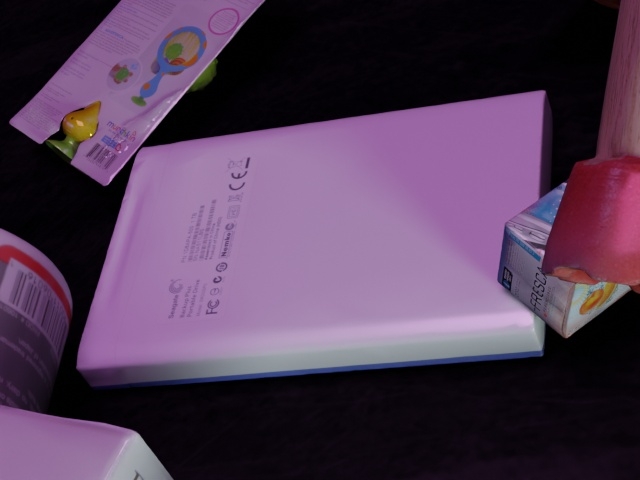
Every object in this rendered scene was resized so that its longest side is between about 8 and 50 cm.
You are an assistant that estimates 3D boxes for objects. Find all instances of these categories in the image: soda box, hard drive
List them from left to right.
[{"bbox_3d":[0.000,0.000,0.965,0.318,0.040,0.210,-6,49,19],"label":"hard drive"},{"bbox_3d":[0.196,-0.020,0.851,0.183,0.058,0.063,-33,57,-24],"label":"soda box"}]

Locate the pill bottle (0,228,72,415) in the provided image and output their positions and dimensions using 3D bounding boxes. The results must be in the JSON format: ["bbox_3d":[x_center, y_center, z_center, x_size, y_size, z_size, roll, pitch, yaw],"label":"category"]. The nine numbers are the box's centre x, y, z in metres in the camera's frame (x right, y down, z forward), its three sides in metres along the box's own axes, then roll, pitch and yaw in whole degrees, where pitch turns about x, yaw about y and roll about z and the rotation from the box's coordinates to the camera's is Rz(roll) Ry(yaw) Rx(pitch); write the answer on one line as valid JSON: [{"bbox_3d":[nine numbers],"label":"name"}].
[{"bbox_3d":[-0.265,0.136,0.878,0.161,0.161,0.283,-8,48,18],"label":"pill bottle"}]

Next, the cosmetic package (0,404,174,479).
[{"bbox_3d":[-0.186,0.292,0.667,0.156,0.217,0.385,7,56,30],"label":"cosmetic package"}]

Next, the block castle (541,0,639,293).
[{"bbox_3d":[0.354,0.010,0.609,0.453,0.303,0.213,9,88,30],"label":"block castle"}]

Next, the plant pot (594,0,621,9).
[{"bbox_3d":[0.299,-0.232,0.902,0.272,0.272,0.265,-39,54,-12],"label":"plant pot"}]

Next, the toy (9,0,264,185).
[{"bbox_3d":[-0.134,-0.149,1.150,0.137,0.056,0.237,31,73,36],"label":"toy"}]
